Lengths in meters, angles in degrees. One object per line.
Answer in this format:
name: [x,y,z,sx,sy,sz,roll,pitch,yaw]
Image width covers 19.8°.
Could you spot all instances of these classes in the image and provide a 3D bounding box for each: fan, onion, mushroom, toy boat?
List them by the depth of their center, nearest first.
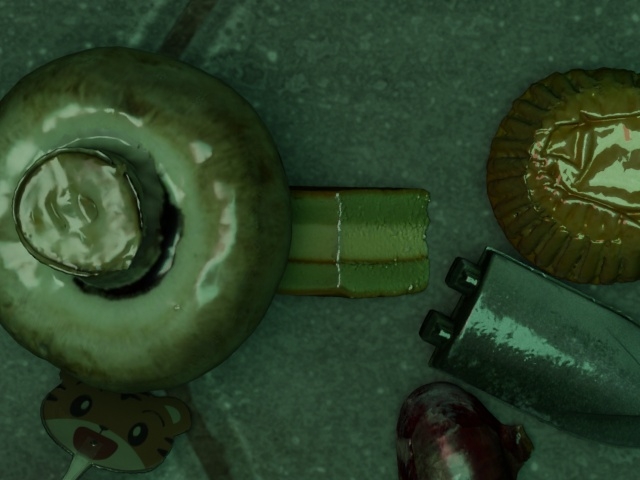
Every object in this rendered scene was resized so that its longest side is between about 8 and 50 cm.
mushroom: [-0.194,-0.023,1.838,0.352,0.260,0.352,0,90,10]
fan: [-0.233,0.212,1.889,0.152,0.226,0.008,26,130,4]
toy boat: [0.264,0.128,1.907,0.319,0.092,0.141,26,92,-4]
onion: [0.152,0.245,1.908,0.151,0.098,0.206,-24,89,5]

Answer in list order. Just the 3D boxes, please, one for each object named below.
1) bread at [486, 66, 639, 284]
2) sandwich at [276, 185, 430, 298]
bread: [0.286,-0.067,1.875,0.240,0.139,0.240,0,89,6]
sandwich: [0.000,0.000,1.956,0.187,0.144,0.117,2,91,39]
